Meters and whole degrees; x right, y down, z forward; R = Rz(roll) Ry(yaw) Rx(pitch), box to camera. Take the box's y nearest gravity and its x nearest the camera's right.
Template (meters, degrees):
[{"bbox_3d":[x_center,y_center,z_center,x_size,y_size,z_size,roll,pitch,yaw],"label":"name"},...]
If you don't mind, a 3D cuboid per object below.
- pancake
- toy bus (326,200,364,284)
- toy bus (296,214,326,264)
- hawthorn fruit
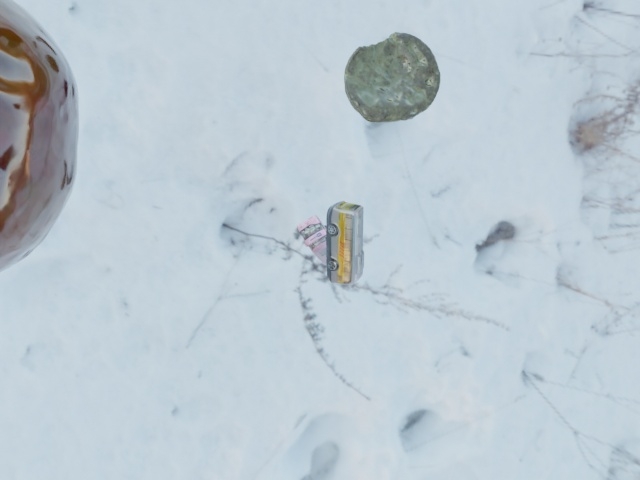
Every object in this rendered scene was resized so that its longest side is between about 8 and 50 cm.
[{"bbox_3d":[0.172,-0.388,1.867,0.236,0.042,0.222,-44,100,-6],"label":"pancake"},{"bbox_3d":[0.052,0.007,1.588,0.057,0.072,0.172,-37,131,-55],"label":"toy bus"},{"bbox_3d":[0.000,0.000,1.882,0.063,0.090,0.203,-32,163,3],"label":"toy bus"},{"bbox_3d":[-0.354,-0.101,0.659,0.308,0.308,0.325,-22,162,-27],"label":"hawthorn fruit"}]
